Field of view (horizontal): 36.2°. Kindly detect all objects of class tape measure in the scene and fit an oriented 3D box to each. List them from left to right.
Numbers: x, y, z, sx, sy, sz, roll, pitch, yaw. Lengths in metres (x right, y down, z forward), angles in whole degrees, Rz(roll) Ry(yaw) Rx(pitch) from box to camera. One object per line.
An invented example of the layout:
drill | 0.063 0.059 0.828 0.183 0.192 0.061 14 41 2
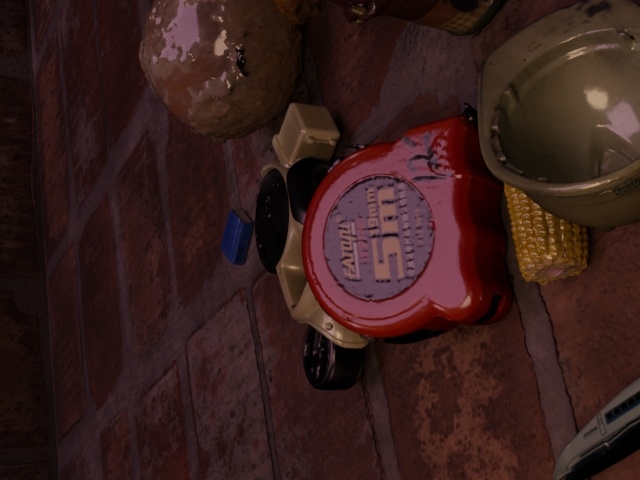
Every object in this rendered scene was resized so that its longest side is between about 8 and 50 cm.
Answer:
tape measure | 0.101 -0.007 1.149 0.260 0.114 0.253 -12 75 33

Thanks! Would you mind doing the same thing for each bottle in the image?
bottle | 0.076 -0.313 1.130 0.143 0.271 0.156 -57 41 42

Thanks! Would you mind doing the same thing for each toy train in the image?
toy train | 0.289 0.166 0.917 0.252 0.055 0.048 -52 44 45

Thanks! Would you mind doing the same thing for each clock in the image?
clock | 0.000 0.000 1.399 0.379 0.120 0.276 63 142 43

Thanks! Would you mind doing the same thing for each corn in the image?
corn | 0.229 -0.082 1.025 0.081 0.081 0.249 -27 64 57

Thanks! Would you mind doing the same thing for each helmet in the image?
helmet | 0.263 -0.096 0.918 0.204 0.137 0.258 -24 40 18

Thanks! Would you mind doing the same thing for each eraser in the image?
eraser | -0.149 -0.008 1.751 0.063 0.027 0.085 49 128 53

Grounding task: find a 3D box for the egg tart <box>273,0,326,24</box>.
egg tart | 0.023 -0.502 1.270 0.443 0.178 0.443 7 -90 -83

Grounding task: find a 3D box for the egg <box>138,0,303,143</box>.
egg | -0.153 -0.306 1.561 0.279 0.279 0.310 56 136 48
